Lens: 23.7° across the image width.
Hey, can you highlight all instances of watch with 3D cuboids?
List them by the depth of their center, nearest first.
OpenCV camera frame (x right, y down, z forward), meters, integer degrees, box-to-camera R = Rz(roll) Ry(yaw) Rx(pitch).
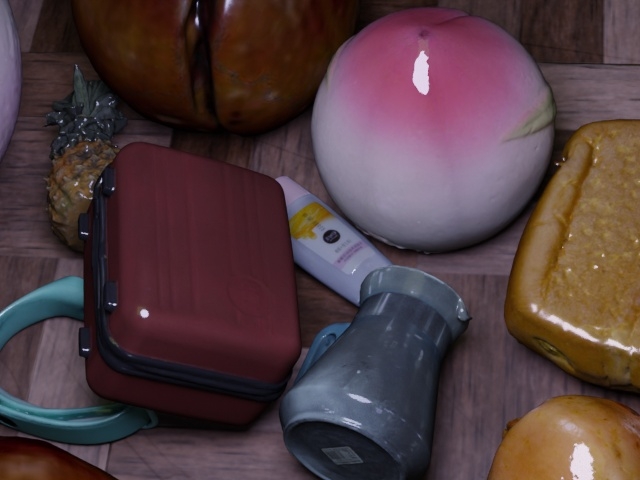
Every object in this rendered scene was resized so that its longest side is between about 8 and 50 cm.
[{"bbox_3d":[-0.281,0.141,1.768,0.237,0.068,0.195,18,61,19],"label":"watch"}]

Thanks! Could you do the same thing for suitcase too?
[{"bbox_3d":[-0.147,0.047,1.707,0.236,0.161,0.297,15,42,-23],"label":"suitcase"}]

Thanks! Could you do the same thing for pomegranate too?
[{"bbox_3d":[0.268,0.263,1.553,0.209,0.209,0.209,-3,56,4],"label":"pomegranate"}]

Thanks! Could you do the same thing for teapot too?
[{"bbox_3d":[0.054,0.152,1.682,0.203,0.171,0.225,-7,42,39],"label":"teapot"}]

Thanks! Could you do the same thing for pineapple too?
[{"bbox_3d":[-0.291,-0.104,1.909,0.128,0.128,0.248,-13,51,-3],"label":"pineapple"}]

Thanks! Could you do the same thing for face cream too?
[{"bbox_3d":[0.000,0.000,1.837,0.198,0.057,0.084,38,67,26],"label":"face cream"}]

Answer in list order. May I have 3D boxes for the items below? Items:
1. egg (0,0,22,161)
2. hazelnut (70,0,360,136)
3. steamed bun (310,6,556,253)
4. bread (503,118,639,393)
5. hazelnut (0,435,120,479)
[{"bbox_3d":[-0.524,-0.159,1.845,0.354,0.354,0.340,-18,74,-6],"label":"egg"},{"bbox_3d":[-0.135,-0.345,1.913,0.402,0.402,0.429,15,63,16],"label":"hazelnut"},{"bbox_3d":[0.131,-0.153,1.789,0.309,0.309,0.309,-3,56,4],"label":"steamed bun"},{"bbox_3d":[0.392,0.031,1.725,0.328,0.148,0.337,12,60,19],"label":"bread"},{"bbox_3d":[-0.325,0.349,1.458,0.420,0.353,0.421,7,37,-6],"label":"hazelnut"}]
